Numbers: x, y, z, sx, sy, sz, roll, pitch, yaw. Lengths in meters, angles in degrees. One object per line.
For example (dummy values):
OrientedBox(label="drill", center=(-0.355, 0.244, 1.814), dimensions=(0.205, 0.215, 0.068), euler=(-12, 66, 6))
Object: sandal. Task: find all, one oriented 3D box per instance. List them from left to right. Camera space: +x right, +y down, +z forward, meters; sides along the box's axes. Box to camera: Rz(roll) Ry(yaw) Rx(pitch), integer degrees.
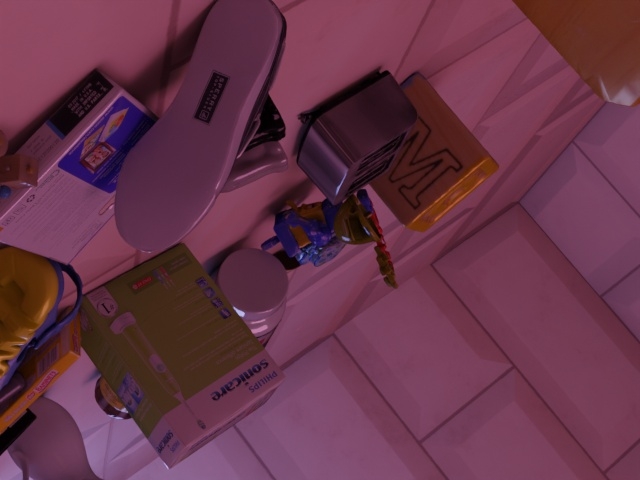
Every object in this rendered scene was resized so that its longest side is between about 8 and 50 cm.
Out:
OrientedBox(label="sandal", center=(-0.406, 0.126, 1.310), dimensions=(0.317, 0.126, 0.138), euler=(-42, 172, 22))

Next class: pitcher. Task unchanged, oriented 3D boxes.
OrientedBox(label="pitcher", center=(-0.488, 0.388, 1.820), dimensions=(0.125, 0.207, 0.178), euler=(-44, 167, 24))

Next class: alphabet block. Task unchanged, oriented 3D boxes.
OrientedBox(label="alphabet block", center=(0.178, -0.150, 1.827), dimensions=(0.193, 0.197, 0.192), euler=(-41, 168, 12))

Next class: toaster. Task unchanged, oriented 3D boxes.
OrientedBox(label="toaster", center=(0.052, -0.159, 1.629), dimensions=(0.185, 0.110, 0.168), euler=(-34, 166, -22))

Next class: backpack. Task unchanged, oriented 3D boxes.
OrientedBox(label="backpack", center=(-0.004, 0.005, 2.145), dimensions=(0.105, 0.084, 0.114), euler=(-25, 165, -41))

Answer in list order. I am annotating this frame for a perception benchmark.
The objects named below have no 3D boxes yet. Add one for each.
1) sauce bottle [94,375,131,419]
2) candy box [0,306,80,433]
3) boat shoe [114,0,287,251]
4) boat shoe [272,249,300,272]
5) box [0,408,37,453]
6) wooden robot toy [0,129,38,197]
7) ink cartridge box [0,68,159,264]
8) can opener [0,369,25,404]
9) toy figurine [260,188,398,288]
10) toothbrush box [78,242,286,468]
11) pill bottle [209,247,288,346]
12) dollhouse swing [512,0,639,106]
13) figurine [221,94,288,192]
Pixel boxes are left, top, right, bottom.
OrientedBox(label="sauce bottle", center=(-0.306, 0.209, 1.932), dimensions=(0.344, 0.111, 0.111), euler=(-46, 166, 34))
OrientedBox(label="candy box", center=(-0.437, 0.200, 1.556), dimensions=(0.206, 0.027, 0.105), euler=(-42, -148, 17))
OrientedBox(label="boat shoe", center=(-0.123, -0.125, 1.120), dimensions=(0.301, 0.108, 0.102), euler=(-65, 169, 6))
OrientedBox(label="boat shoe", center=(-0.096, 0.057, 2.161), dimensions=(0.135, 0.050, 0.045), euler=(-18, 162, -34))
OrientedBox(label="box", center=(-0.557, 0.337, 1.628), dimensions=(0.147, 0.077, 0.180), euler=(-45, -176, 25))
OrientedBox(label="wooden robot toy", center=(-0.343, -0.070, 0.940), dimensions=(0.079, 0.076, 0.173), euler=(-5, -176, 26))
OrientedBox(label="ink cartridge box", center=(-0.261, -0.072, 1.115), dimensions=(0.206, 0.045, 0.208), euler=(-47, 166, 0))
OrientedBox(label="can opener", center=(-0.564, 0.261, 1.496), dimensions=(0.280, 0.074, 0.093), euler=(-36, -158, -6))
OrientedBox(label="toy figurine", center=(0.000, 0.000, 1.841), dimensions=(0.217, 0.191, 0.362), euler=(-20, -164, 5))
OrientedBox(label="toothbrush box", center=(-0.228, 0.179, 1.631), dimensions=(0.206, 0.283, 0.122), euler=(-32, 166, -34))
OrientedBox(label="pill bottle", center=(-0.154, 0.132, 1.976), dimensions=(0.162, 0.162, 0.278), euler=(-32, 167, -28))
OrientedBox(label="dollhouse swing", center=(0.438, -0.400, 1.299), dimensions=(0.315, 0.347, 0.305), euler=(-37, 167, -7))
OrientedBox(label="figurine", center=(-0.153, -0.102, 1.320), dimensions=(0.209, 0.092, 0.215), euler=(-29, 168, -7))
